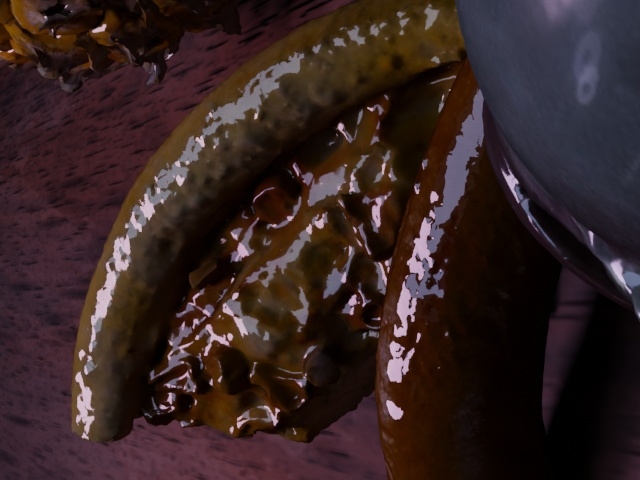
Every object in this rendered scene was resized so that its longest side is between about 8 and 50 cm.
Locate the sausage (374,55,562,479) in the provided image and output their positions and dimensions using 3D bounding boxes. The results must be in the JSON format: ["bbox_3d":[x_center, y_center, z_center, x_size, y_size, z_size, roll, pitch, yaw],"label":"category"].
[{"bbox_3d":[0.079,0.022,0.786,0.076,0.102,0.302,-111,30,-66],"label":"sausage"}]

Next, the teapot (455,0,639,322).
[{"bbox_3d":[0.154,-0.133,0.482,0.312,0.233,0.315,111,-176,-51],"label":"teapot"}]

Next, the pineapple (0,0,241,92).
[{"bbox_3d":[-0.187,-0.267,1.229,0.300,0.352,0.353,-159,73,-68],"label":"pineapple"}]

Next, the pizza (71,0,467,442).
[{"bbox_3d":[0.000,0.000,0.888,0.365,0.074,0.182,-37,83,27],"label":"pizza"}]
